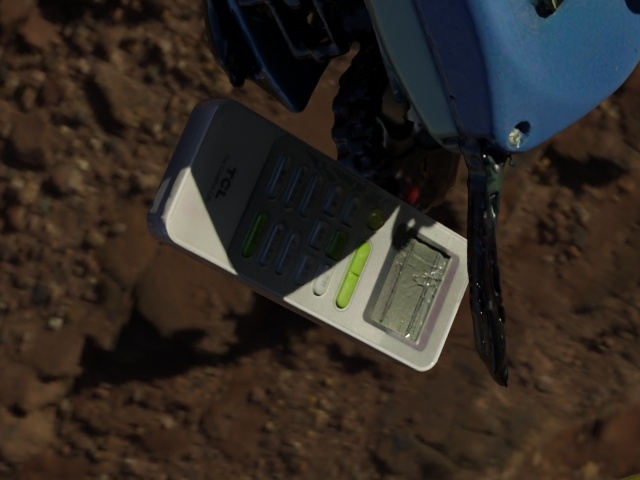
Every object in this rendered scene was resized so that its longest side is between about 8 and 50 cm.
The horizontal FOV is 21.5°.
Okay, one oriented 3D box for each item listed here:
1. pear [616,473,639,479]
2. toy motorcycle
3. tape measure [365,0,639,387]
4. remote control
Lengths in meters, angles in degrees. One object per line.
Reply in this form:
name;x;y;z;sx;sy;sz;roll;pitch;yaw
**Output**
pear;0.150;0.239;0.692;0.253;0.253;0.307;29;132;34
toy motorcycle;0.020;-0.223;1.213;0.172;0.416;0.232;-4;37;40
tape measure;0.128;-0.107;0.989;0.098;0.215;0.351;5;123;43
remote control;0.000;0.000;1.122;0.034;0.250;0.103;10;74;52
